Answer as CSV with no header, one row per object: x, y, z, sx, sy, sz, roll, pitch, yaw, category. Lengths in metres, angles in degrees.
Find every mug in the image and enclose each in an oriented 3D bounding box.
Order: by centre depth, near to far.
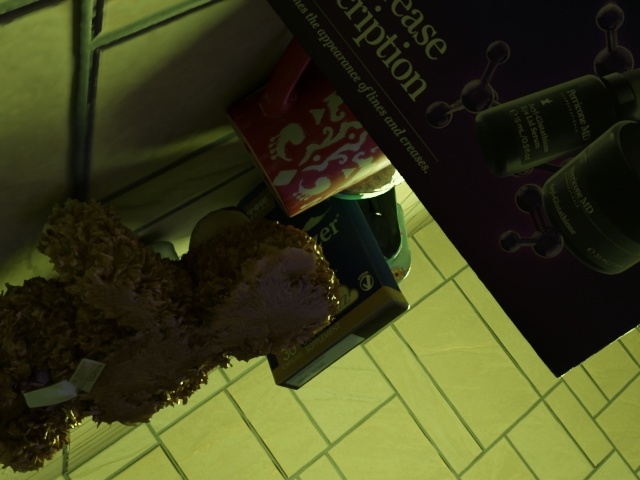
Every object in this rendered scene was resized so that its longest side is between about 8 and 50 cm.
0.017,-0.113,0.549,0.169,0.150,0.113,-32,-151,-3,mug

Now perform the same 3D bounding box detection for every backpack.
0.000,0.000,0.821,0.188,0.144,0.166,-31,-145,21,backpack

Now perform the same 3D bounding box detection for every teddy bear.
-0.157,0.065,0.582,0.338,0.113,0.245,-35,135,11,teddy bear

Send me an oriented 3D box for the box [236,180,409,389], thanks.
-0.018,0.007,0.704,0.136,0.225,0.036,-40,141,22,box

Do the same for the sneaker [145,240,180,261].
-0.205,0.108,0.728,0.232,0.115,0.090,-39,172,21,sneaker

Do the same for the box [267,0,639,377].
0.116,-0.094,0.392,0.184,0.261,0.103,-39,172,13,box

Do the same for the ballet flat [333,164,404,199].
0.072,-0.123,0.728,0.106,0.107,0.316,-62,167,24,ballet flat
